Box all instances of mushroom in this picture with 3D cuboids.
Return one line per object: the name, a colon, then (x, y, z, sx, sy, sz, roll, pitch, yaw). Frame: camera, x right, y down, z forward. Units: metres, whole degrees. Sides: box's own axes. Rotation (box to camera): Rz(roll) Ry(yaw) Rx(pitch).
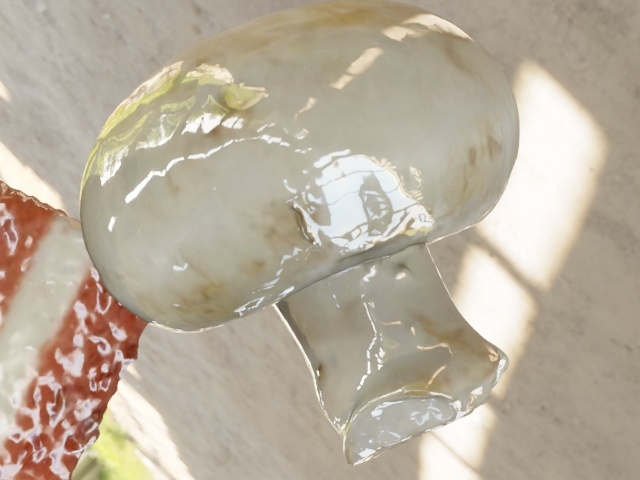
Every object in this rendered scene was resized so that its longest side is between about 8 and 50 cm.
mushroom: (0.000, 0.000, 0.737, 0.290, 0.298, 0.297, 70, 161, 4)

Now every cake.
cake: (-0.354, 0.055, 0.952, 0.320, 0.269, 0.270, 29, 173, -39)
